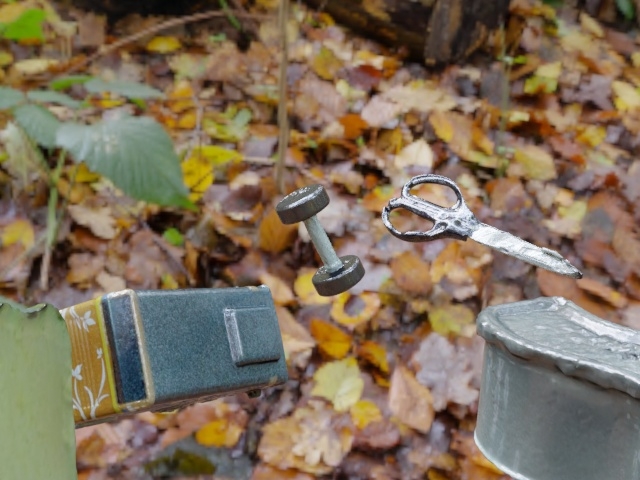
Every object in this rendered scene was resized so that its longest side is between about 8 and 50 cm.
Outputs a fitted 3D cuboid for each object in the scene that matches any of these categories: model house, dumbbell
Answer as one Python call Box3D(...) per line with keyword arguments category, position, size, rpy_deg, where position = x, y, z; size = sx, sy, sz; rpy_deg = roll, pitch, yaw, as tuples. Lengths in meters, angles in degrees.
Box3D(category="model house", position=(-0.323, 0.153, 0.775), size=(0.189, 0.195, 0.214), rpy_deg=(-6, 1, 9))
Box3D(category="dumbbell", position=(0.000, 0.000, 1.756), size=(0.100, 0.191, 0.100), rpy_deg=(-25, 15, 7))

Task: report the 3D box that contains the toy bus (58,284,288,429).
Box3D(category="toy bus", position=(-0.170, 0.126, 1.091), size=(0.167, 0.138, 0.275), rpy_deg=(-18, -11, 29))

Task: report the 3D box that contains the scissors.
Box3D(category="scissors", position=(0.202, -0.009, 1.213), size=(0.300, 0.022, 0.109), rpy_deg=(27, 68, 43))

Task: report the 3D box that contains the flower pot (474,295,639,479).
Box3D(category="flower pot", position=(0.199, 0.120, 0.660), size=(0.103, 0.108, 0.229), rpy_deg=(-10, 16, -31))
